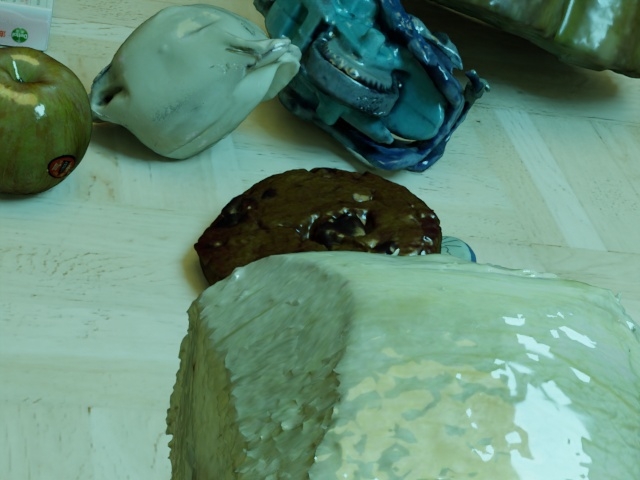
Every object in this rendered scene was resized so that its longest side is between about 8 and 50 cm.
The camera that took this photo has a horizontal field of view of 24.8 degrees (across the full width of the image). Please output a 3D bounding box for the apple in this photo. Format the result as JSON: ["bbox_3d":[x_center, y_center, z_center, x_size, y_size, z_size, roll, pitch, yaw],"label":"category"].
[{"bbox_3d":[-0.239,-0.096,1.129,0.126,0.102,0.126,12,31,-7],"label":"apple"}]

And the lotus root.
[{"bbox_3d":[0.162,-0.273,1.487,0.390,0.111,0.375,16,11,-26],"label":"lotus root"}]

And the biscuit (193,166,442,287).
[{"bbox_3d":[0.000,0.000,1.102,0.192,0.049,0.192,-1,30,1],"label":"biscuit"}]

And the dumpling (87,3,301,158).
[{"bbox_3d":[-0.103,-0.132,1.223,0.199,0.118,0.136,-13,-12,23],"label":"dumpling"}]

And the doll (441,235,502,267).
[{"bbox_3d":[0.094,0.030,1.128,0.076,0.050,0.083,-14,42,-19],"label":"doll"}]

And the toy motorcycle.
[{"bbox_3d":[0.039,-0.173,1.339,0.206,0.154,0.260,17,27,-34],"label":"toy motorcycle"}]

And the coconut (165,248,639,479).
[{"bbox_3d":[0.057,0.152,0.703,0.254,0.297,0.297,3,34,-16],"label":"coconut"}]

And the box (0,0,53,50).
[{"bbox_3d":[-0.296,-0.230,1.368,0.089,0.043,0.125,8,32,-12],"label":"box"}]
